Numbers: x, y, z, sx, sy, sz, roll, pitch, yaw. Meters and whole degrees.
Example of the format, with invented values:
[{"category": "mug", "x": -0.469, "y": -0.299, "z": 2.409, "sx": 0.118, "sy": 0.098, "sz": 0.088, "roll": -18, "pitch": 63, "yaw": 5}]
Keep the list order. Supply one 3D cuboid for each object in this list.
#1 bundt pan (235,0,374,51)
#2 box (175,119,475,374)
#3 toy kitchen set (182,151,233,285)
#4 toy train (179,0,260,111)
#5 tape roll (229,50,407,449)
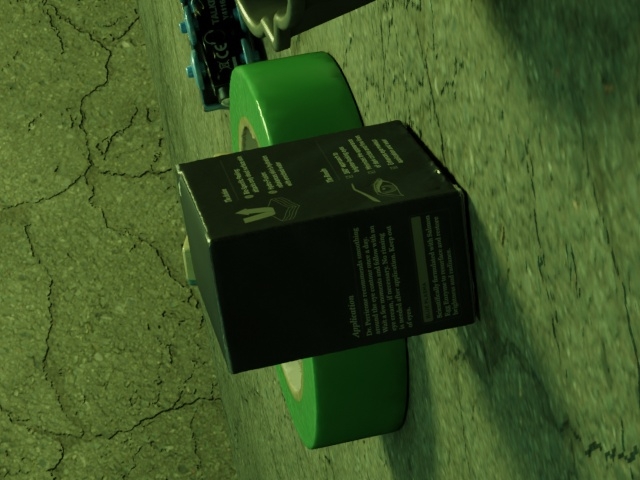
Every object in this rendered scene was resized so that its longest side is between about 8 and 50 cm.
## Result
[{"category": "bundt pan", "x": -0.008, "y": -0.270, "z": 0.920, "sx": 0.331, "sy": 0.124, "sz": 0.330, "roll": 164, "pitch": 90, "yaw": -80}, {"category": "box", "x": 0.000, "y": 0.000, "z": 1.155, "sx": 0.156, "sy": 0.158, "sz": 0.093, "roll": -119, "pitch": 20, "yaw": -67}, {"category": "toy kitchen set", "x": -0.049, "y": 0.020, "z": 1.798, "sx": 0.207, "sy": 0.122, "sz": 0.166, "roll": -77, "pitch": -16, "yaw": -56}, {"category": "toy train", "x": -0.107, "y": -0.218, "z": 1.896, "sx": 0.105, "sy": 0.080, "sz": 0.184, "roll": 78, "pitch": 179, "yaw": -76}, {"category": "tape roll", "x": -0.006, "y": 0.008, "z": 1.500, "sx": 0.321, "sy": 0.077, "sz": 0.321, "roll": 168, "pitch": 90, "yaw": -82}]
